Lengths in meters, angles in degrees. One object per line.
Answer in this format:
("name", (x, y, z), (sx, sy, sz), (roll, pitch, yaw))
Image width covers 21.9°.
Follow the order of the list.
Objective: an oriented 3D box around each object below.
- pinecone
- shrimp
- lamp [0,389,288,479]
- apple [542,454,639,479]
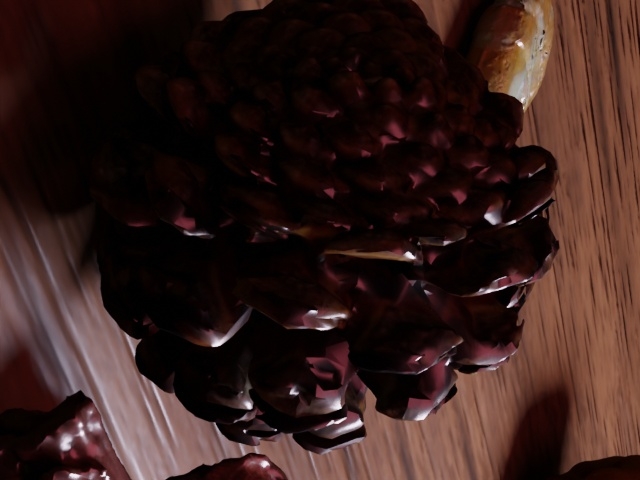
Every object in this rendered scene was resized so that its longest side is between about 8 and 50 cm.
("pinecone", (0.000, 0.000, 0.756), (0.221, 0.221, 0.221), (-29, 126, -49))
("shrimp", (0.109, -0.084, 1.037), (0.184, 0.043, 0.091), (-61, 149, -23))
("lamp", (-0.104, 0.196, 0.744), (0.215, 0.151, 0.223), (22, 58, -56))
("apple", (0.218, 0.246, 1.250), (0.147, 0.156, 0.158), (-33, 101, -47))
